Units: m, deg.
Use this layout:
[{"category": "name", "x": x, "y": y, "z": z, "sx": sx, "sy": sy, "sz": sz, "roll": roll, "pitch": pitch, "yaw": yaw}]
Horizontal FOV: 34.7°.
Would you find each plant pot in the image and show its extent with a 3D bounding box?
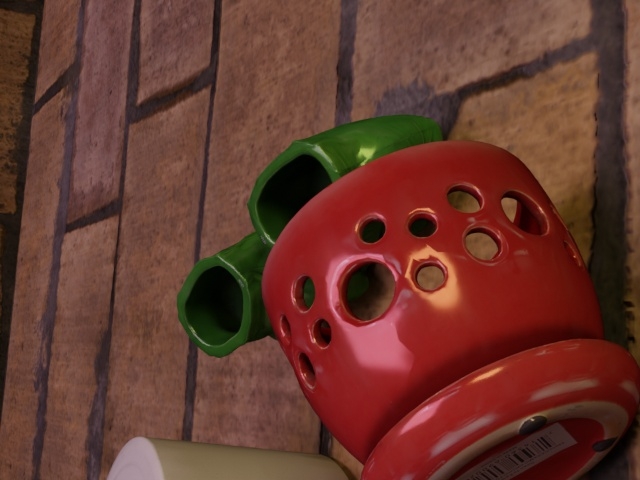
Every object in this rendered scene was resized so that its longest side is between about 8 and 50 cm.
[{"category": "plant pot", "x": 0.080, "y": 0.065, "z": 0.609, "sx": 0.191, "sy": 0.191, "sz": 0.174, "roll": -57, "pitch": 45, "yaw": 38}]

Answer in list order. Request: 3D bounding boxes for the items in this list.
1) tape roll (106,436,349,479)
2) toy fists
[{"category": "tape roll", "x": -0.087, "y": 0.291, "z": 0.848, "sx": 0.246, "sy": 0.169, "sz": 0.246, "roll": -41, "pitch": 43, "yaw": 54}, {"category": "toy fists", "x": 0.000, "y": 0.000, "z": 0.820, "sx": 0.096, "sy": 0.142, "sz": 0.279, "roll": 52, "pitch": 136, "yaw": 13}]
